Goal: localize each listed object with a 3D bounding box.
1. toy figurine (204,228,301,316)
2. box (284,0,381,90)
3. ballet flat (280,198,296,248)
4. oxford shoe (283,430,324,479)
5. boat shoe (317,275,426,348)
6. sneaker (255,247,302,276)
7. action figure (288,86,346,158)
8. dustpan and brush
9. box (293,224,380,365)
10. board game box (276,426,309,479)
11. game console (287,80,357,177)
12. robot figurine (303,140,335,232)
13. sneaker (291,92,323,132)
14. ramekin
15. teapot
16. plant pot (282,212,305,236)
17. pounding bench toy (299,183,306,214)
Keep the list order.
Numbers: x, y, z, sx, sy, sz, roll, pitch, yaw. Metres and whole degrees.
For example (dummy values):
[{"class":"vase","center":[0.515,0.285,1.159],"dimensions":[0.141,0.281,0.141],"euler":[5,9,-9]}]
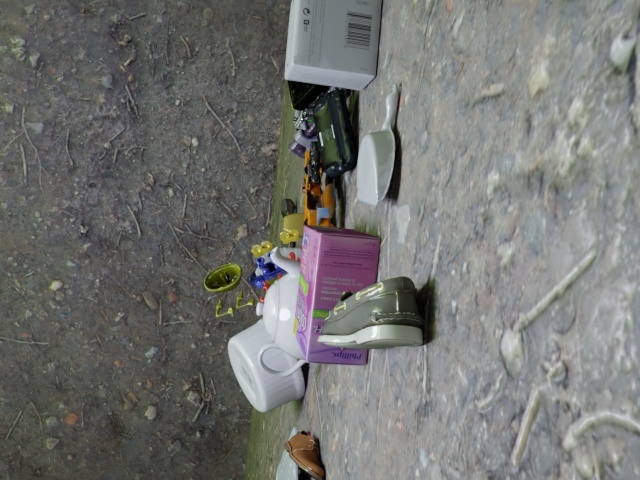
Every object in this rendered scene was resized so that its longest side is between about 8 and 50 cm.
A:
[{"class":"toy figurine","center":[-0.156,0.139,1.773],"dimensions":[0.217,0.362,0.191],"euler":[57,-171,-61]},{"class":"box","center":[0.025,-0.432,1.187],"dimensions":[0.119,0.181,0.181],"euler":[179,96,-79]},{"class":"ballet flat","center":[-0.122,-0.048,2.240],"dimensions":[0.084,0.058,0.250],"euler":[-26,63,53]},{"class":"oxford shoe","center":[-0.032,0.530,1.390],"dimensions":[0.076,0.076,0.212],"euler":[-47,17,-10]},{"class":"boat shoe","center":[0.072,0.122,0.877],"dimensions":[0.305,0.109,0.091],"euler":[144,131,-69]},{"class":"sneaker","center":[-0.150,0.155,1.945],"dimensions":[0.108,0.169,0.293],"euler":[113,158,-56]},{"class":"action figure","center":[0.015,-0.348,1.462],"dimensions":[0.185,0.099,0.285],"euler":[-85,22,-44]},{"class":"dustpan and brush","center":[0.108,-0.170,0.989],"dimensions":[0.147,0.060,0.211],"euler":[-138,47,-76]},{"class":"box","center":[0.025,0.099,1.117],"dimensions":[0.213,0.117,0.243],"euler":[-147,62,-79]},{"class":"board game box","center":[-0.078,0.786,1.559],"dimensions":[0.390,0.050,0.390],"euler":[105,166,-48]},{"class":"game console","center":[0.009,-0.322,1.337],"dimensions":[0.213,0.043,0.362],"euler":[-30,66,52]},{"class":"robot figurine","center":[-0.001,-0.105,1.426],"dimensions":[0.211,0.085,0.291],"euler":[98,172,-64]},{"class":"sneaker","center":[-0.019,-0.403,1.660],"dimensions":[0.343,0.134,0.147],"euler":[98,168,-76]},{"class":"ramekin","center":[-0.176,0.392,1.725],"dimensions":[0.277,0.135,0.277],"euler":[42,144,41]},{"class":"teapot","center":[-0.070,0.188,1.414],"dimensions":[0.253,0.187,0.256],"euler":[110,162,-57]},{"class":"plant pot","center":[-0.089,-0.053,1.938],"dimensions":[0.081,0.083,0.082],"euler":[157,116,-79]},{"class":"pounding bench toy","center":[-0.041,-0.132,1.789],"dimensions":[0.065,0.052,0.083],"euler":[-99,17,-55]}]
